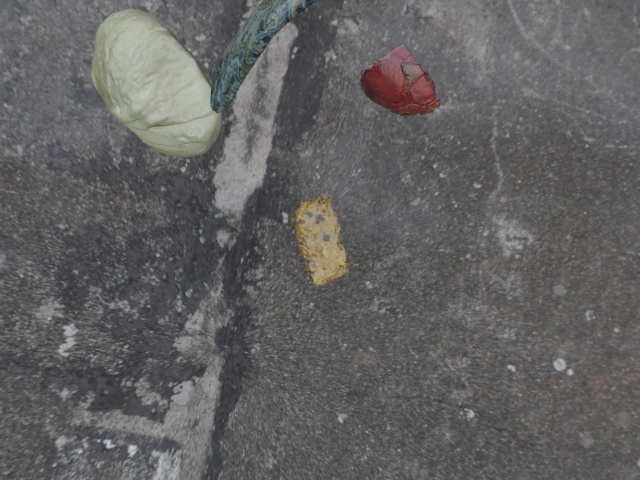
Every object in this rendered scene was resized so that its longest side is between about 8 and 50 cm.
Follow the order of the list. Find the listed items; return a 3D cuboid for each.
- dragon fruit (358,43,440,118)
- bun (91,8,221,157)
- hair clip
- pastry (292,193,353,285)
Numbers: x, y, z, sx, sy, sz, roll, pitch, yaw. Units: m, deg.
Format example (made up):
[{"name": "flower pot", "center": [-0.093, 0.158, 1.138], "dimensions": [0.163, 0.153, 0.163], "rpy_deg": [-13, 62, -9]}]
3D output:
[{"name": "dragon fruit", "center": [0.166, -0.313, 0.971], "dimensions": [0.127, 0.120, 0.161], "rpy_deg": [-38, 94, 20]}, {"name": "bun", "center": [-0.273, -0.243, 0.754], "dimensions": [0.153, 0.244, 0.244], "rpy_deg": [-42, 88, -18]}, {"name": "hair clip", "center": [-0.039, -0.183, 0.398], "dimensions": [0.036, 0.229, 0.065], "rpy_deg": [29, 52, -36]}, {"name": "pastry", "center": [0.000, 0.000, 0.758], "dimensions": [0.080, 0.056, 0.140], "rpy_deg": [-21, 90, -2]}]
